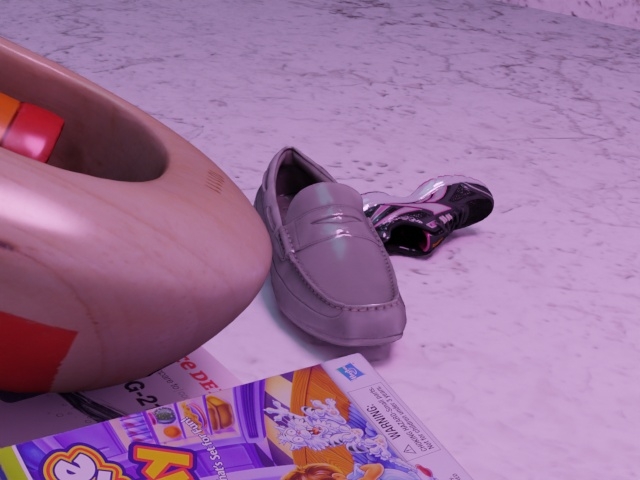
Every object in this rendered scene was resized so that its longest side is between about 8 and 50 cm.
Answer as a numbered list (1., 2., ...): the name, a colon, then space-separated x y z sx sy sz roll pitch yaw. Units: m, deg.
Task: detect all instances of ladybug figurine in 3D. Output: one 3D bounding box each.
1. ladybug figurine: -0.253 -0.036 0.686 0.449 0.162 0.305 25 18 -9

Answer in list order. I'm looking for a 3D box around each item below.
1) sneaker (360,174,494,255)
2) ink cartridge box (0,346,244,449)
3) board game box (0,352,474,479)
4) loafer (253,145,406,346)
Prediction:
1. sneaker: 0.114 -0.015 1.222 0.178 0.072 0.077 -14 40 -21
2. ink cartridge box: -0.164 0.147 0.729 0.237 0.100 0.172 -12 28 -33
3. board game box: 0.013 0.213 0.541 0.233 0.078 0.347 -12 40 -33
4. loafer: 0.000 0.000 1.087 0.112 0.111 0.319 -5 24 -20
